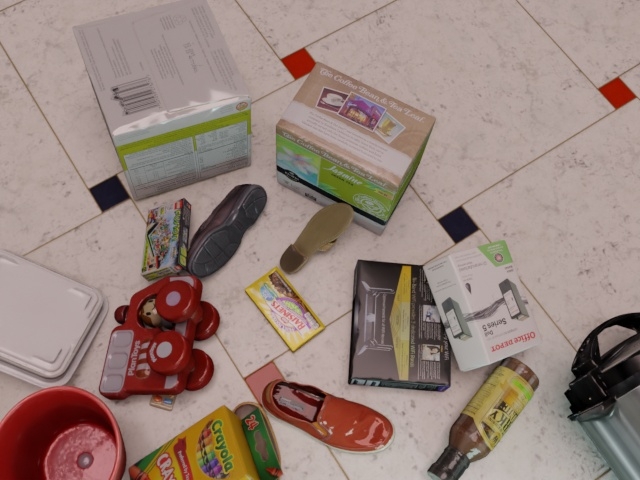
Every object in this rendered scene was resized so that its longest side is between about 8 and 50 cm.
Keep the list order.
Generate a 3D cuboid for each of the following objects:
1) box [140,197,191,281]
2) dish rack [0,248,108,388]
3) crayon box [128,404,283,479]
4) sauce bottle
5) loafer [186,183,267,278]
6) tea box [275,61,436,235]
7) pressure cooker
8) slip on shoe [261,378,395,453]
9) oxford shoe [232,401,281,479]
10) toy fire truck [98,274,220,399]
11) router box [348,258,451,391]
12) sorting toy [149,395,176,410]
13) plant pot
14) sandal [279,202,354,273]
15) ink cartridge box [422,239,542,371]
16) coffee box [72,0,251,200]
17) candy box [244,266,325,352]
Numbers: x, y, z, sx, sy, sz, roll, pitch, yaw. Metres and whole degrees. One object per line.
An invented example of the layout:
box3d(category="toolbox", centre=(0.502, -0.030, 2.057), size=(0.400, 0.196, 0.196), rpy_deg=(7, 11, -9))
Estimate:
box3d(category="box", centre=(-0.389, -0.004, 1.819), size=(0.114, 0.036, 0.207), rpy_deg=(-18, 51, 18))
box3d(category="dish rack", centre=(-0.701, 0.169, 1.705), size=(0.333, 0.072, 0.285), rpy_deg=(25, 54, -7))
box3d(category="crayon box", centre=(-0.254, 0.502, 1.559), size=(0.319, 0.081, 0.202), rpy_deg=(-34, 41, 2))
box3d(category="sauce bottle", centre=(0.382, 0.435, 1.697), size=(0.111, 0.111, 0.344), rpy_deg=(38, 73, 12))
box3d(category="loafer", centre=(-0.257, -0.029, 1.866), size=(0.095, 0.109, 0.302), rpy_deg=(17, 61, 41))
box3d(category="tea box", centre=(0.077, -0.224, 1.828), size=(0.329, 0.323, 0.220), rpy_deg=(27, 70, 8))
box3d(category="pressure cooker", centre=(0.761, 0.363, 1.609), size=(0.376, 0.370, 0.420), rpy_deg=(-35, 72, 10))
box3d(category="slip on shoe", centre=(0.017, 0.412, 1.691), size=(0.331, 0.101, 0.123), rpy_deg=(21, 67, 4))
box3d(category="oxford shoe", centre=(-0.150, 0.535, 1.611), size=(0.130, 0.132, 0.363), rpy_deg=(-6, 65, -4))
box3d(category="toy fire truck", centre=(-0.394, 0.227, 1.719), size=(0.254, 0.169, 0.302), rpy_deg=(-4, 63, 15))
box3d(category="router box", centre=(0.199, 0.210, 1.790), size=(0.243, 0.081, 0.308), rpy_deg=(6, 68, -1))
box3d(category="sorting toy", centre=(-0.389, 0.371, 1.732), size=(0.083, 0.012, 0.062), rpy_deg=(15, 69, 3))
box3d(category="plant pot", centre=(-0.541, 0.473, 1.559), size=(0.275, 0.243, 0.274), rpy_deg=(1, 68, -2))
box3d(category="sandal", centre=(-0.004, -0.005, 1.874), size=(0.240, 0.079, 0.088), rpy_deg=(-44, 72, 6))
box3d(category="ink cartridge box", centre=(0.395, 0.157, 1.748), size=(0.198, 0.115, 0.272), rpy_deg=(-13, 79, -33))
box3d(category="coffee box", centre=(-0.391, -0.359, 1.850), size=(0.338, 0.334, 0.337), rpy_deg=(-19, 69, -12))
box3d(category="candy box", centre=(-0.090, 0.174, 1.819), size=(0.105, 0.027, 0.206), rpy_deg=(-37, 74, -12))
